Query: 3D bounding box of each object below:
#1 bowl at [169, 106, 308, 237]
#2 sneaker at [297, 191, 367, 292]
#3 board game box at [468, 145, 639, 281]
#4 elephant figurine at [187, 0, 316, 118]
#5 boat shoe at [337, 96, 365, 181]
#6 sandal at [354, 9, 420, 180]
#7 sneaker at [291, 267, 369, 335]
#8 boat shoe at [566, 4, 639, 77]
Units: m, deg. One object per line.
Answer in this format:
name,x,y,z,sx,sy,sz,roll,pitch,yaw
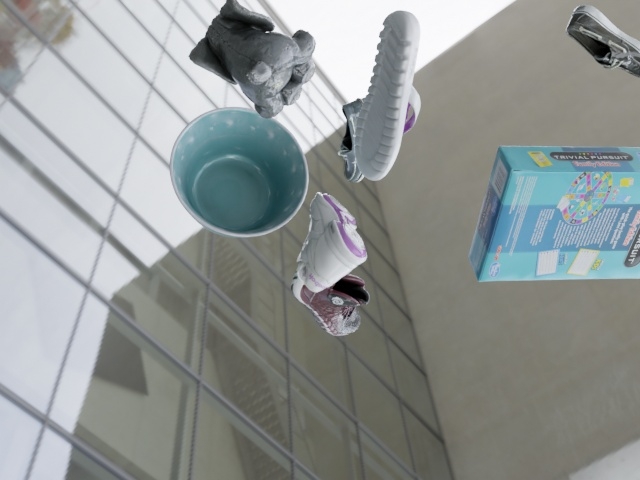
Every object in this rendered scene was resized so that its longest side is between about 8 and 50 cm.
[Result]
bowl,-0.196,-0.130,1.775,0.312,0.311,0.163,-57,-178,-25
sneaker,0.000,0.000,1.558,0.152,0.114,0.305,-45,-163,13
board game box,0.462,-0.045,1.402,0.335,0.254,0.079,-1,-140,-9
elephant figurine,-0.140,-0.329,1.318,0.169,0.239,0.186,-45,164,-23
boat shoe,0.094,-0.306,2.401,0.099,0.320,0.116,-13,-129,-20
sandal,0.179,-0.321,1.798,0.169,0.102,0.416,56,-37,45
sneaker,0.062,0.154,1.835,0.162,0.281,0.107,0,-117,35
boat shoe,0.592,-0.388,1.583,0.070,0.219,0.078,-61,-169,-16
